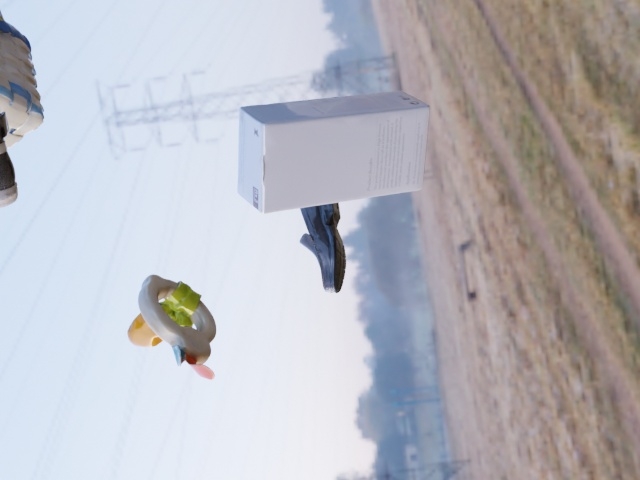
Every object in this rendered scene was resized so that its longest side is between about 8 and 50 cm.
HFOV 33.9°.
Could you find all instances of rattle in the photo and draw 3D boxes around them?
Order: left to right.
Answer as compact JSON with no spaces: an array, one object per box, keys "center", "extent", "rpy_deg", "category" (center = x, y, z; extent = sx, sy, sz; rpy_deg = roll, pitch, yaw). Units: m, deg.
[{"center":[-0.219,0.153,1.462],"extent":[0.130,0.143,0.199],"rpy_deg":[45,-165,-47],"category":"rattle"}]

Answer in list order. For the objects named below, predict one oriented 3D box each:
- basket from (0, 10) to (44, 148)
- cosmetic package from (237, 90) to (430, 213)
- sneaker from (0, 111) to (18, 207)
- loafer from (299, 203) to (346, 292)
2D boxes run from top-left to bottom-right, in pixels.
[{"center":[-0.495,-0.222,1.343],"extent":[0.201,0.255,0.289],"rpy_deg":[30,-158,-56],"category":"basket"},{"center":[0.016,-0.112,1.295],"extent":[0.085,0.231,0.117],"rpy_deg":[40,132,55],"category":"cosmetic package"},{"center":[-0.357,-0.109,0.947],"extent":[0.079,0.217,0.121],"rpy_deg":[-31,-51,-54],"category":"sneaker"},{"center":[0.000,0.000,1.556],"extent":[0.062,0.061,0.170],"rpy_deg":[52,-151,-63],"category":"loafer"}]
